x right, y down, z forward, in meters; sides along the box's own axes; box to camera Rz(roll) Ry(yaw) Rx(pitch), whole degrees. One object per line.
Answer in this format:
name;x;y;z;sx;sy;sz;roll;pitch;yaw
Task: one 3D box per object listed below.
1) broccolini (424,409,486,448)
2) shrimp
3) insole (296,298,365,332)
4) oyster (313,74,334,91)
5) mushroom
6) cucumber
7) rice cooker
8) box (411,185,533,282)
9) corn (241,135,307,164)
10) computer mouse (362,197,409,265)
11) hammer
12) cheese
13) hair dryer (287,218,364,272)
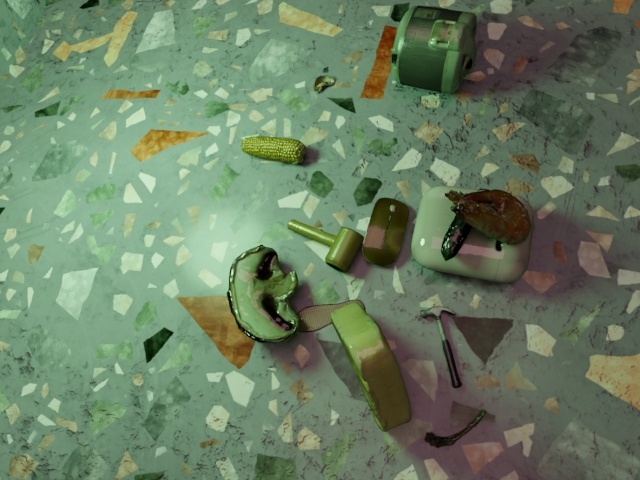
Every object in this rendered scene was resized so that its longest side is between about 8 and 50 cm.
broccolini;0.391;0.541;1.224;0.194;0.054;0.052;-25;97;-5
shrimp;0.476;-0.087;1.218;0.294;0.062;0.154;20;75;-18
insole;0.022;0.246;1.423;0.253;0.005;0.086;-15;68;6
oyster;0.011;-0.630;1.747;0.083;0.038;0.080;10;81;-11
mushroom;-0.181;0.189;1.431;0.247;0.130;0.344;-24;67;-15
cucumber;0.420;-0.049;1.263;0.067;0.067;0.245;33;80;21
rice cooker;0.415;-0.681;1.536;0.277;0.288;0.288;19;75;20
box;0.474;-0.026;1.354;0.349;0.141;0.288;11;71;16
corn;-0.179;-0.351;1.645;0.260;0.091;0.091;10;37;16
computer mouse;0.220;-0.035;1.451;0.126;0.056;0.245;19;72;4
hammer;0.388;0.319;1.307;0.103;0.029;0.246;-16;69;7
cheese;0.152;0.372;1.219;0.104;0.384;0.384;-23;67;-5
hair dryer;0.000;0.000;1.486;0.279;0.090;0.135;23;78;25
